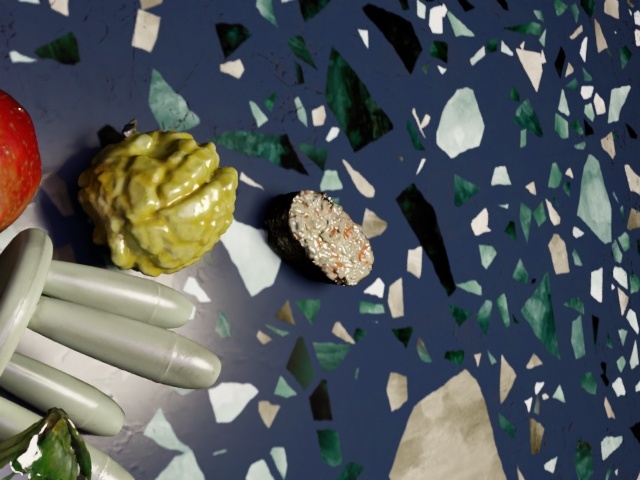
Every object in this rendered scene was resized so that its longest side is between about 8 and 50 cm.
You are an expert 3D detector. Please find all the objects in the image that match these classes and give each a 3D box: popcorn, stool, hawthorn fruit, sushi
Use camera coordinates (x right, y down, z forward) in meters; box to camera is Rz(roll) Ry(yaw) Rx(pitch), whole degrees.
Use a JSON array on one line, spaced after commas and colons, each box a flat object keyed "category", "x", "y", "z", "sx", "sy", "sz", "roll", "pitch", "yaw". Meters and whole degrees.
[{"category": "popcorn", "x": -0.174, "y": -0.049, "z": 0.866, "sx": 0.142, "sy": 0.173, "sz": 0.174, "roll": 51, "pitch": 53, "yaw": -48}, {"category": "stool", "x": -0.229, "y": 0.112, "z": 0.753, "sx": 0.198, "sy": 0.195, "sz": 0.195, "roll": 28, "pitch": 96, "yaw": -27}, {"category": "hawthorn fruit", "x": -0.334, "y": -0.082, "z": 0.747, "sx": 0.157, "sy": 0.157, "sz": 0.194, "roll": 48, "pitch": 39, "yaw": -24}, {"category": "sushi", "x": 0.000, "y": 0.000, "z": 1.042, "sx": 0.150, "sy": 0.078, "sz": 0.091, "roll": 45, "pitch": 59, "yaw": -27}]

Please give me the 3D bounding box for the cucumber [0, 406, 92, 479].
[{"category": "cucumber", "x": -0.317, "y": 0.265, "z": 0.628, "sx": 0.325, "sy": 0.105, "sz": 0.145, "roll": -33, "pitch": 110, "yaw": -1}]
